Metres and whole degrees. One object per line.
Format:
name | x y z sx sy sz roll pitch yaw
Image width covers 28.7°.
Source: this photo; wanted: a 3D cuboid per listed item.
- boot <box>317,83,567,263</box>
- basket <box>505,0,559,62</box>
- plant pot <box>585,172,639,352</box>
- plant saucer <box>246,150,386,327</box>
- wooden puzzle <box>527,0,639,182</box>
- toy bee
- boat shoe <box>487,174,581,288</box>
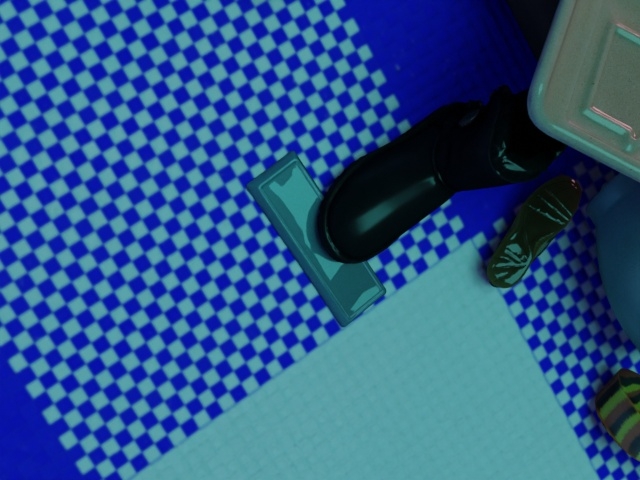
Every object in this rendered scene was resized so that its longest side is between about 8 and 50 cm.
boot | 0.127 -0.072 1.275 0.246 0.207 0.094 -40 103 -20
basket | 0.295 -0.254 1.378 0.204 0.154 0.227 -41 113 -40
plant pot | 0.422 -0.018 1.391 0.293 0.293 0.196 -34 77 -17
plant saucer | 0.000 0.000 1.337 0.067 0.018 0.192 -38 106 -16
wooden puzzle | 0.373 -0.166 1.242 0.348 0.080 0.322 29 63 -12
toy bee | 0.469 0.251 1.445 0.298 0.162 0.195 3 130 -2
boat shoe | 0.236 -0.010 1.417 0.056 0.049 0.152 41 81 0
